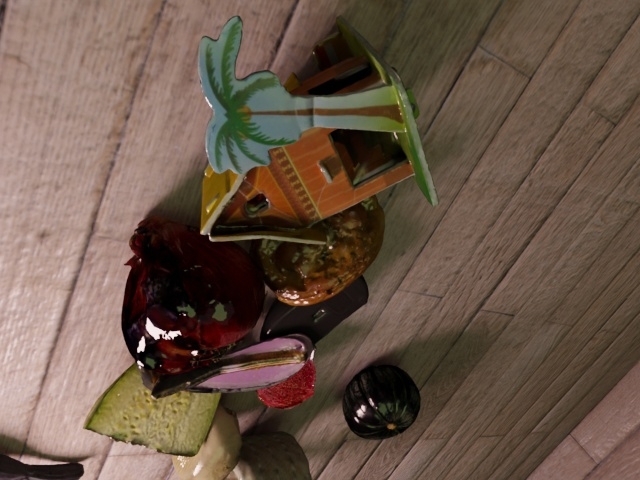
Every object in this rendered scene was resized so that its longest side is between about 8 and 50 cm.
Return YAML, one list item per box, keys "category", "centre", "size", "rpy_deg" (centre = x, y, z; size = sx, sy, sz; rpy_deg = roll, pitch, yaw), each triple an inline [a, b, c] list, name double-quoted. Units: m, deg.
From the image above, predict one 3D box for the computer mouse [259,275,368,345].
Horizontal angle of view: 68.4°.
- category: "computer mouse"
  centre: [-0.022, 0.142, 1.016]
  size: [0.269, 0.086, 0.137]
  rpy_deg: [-40, 126, 9]

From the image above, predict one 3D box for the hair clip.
- category: "hair clip"
  centre: [-0.178, 0.261, 0.952]
  size: [0.358, 0.095, 0.110]
  rpy_deg: [-4, 82, -27]

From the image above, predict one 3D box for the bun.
- category: "bun"
  centre: [-0.246, 0.453, 1.078]
  size: [0.127, 0.178, 0.193]
  rpy_deg: [21, 97, -35]

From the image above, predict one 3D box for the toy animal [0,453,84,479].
- category: "toy animal"
  centre: [-0.689, 0.473, 0.936]
  size: [0.205, 0.081, 0.367]
  rpy_deg: [-35, 135, 3]

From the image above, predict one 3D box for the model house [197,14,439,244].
- category: "model house"
  centre: [-0.059, -0.176, 0.662]
  size: [0.323, 0.301, 0.340]
  rpy_deg: [-26, 131, 5]

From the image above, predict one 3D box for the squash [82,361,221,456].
- category: "squash"
  centre: [-0.305, 0.296, 0.953]
  size: [0.236, 0.204, 0.155]
  rpy_deg: [32, 126, -28]

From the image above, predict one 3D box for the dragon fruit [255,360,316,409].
- category: "dragon fruit"
  centre: [-0.094, 0.319, 1.113]
  size: [0.152, 0.153, 0.111]
  rpy_deg: [-16, 169, -15]

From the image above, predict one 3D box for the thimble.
- category: "thimble"
  centre: [-0.154, 0.637, 1.174]
  size: [0.195, 0.292, 0.292]
  rpy_deg: [5, 121, -30]

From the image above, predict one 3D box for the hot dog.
- category: "hot dog"
  centre: [0.000, 0.000, 0.892]
  size: [0.272, 0.122, 0.196]
  rpy_deg: [-34, 93, 4]

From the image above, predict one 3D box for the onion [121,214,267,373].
- category: "onion"
  centre: [-0.229, 0.110, 0.816]
  size: [0.280, 0.221, 0.281]
  rpy_deg: [3, 113, 7]

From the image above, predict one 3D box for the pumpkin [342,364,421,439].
- category: "pumpkin"
  centre: [0.164, 0.440, 1.277]
  size: [0.220, 0.162, 0.221]
  rpy_deg: [-9, 124, -14]
